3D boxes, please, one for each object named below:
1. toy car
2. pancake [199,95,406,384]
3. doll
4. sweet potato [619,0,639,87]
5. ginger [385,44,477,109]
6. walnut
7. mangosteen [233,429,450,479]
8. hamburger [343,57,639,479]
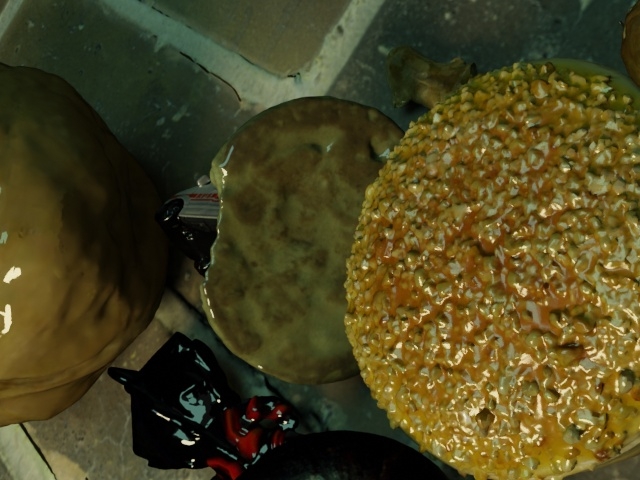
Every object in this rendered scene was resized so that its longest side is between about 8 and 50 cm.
[{"bbox_3d":[-0.063,-0.024,0.871,0.209,0.089,0.108,4,51,45],"label":"toy car"},{"bbox_3d":[0.000,0.000,0.757,0.042,0.222,0.236,1,104,65],"label":"pancake"},{"bbox_3d":[-0.101,0.174,0.839,0.248,0.088,0.127,19,65,32],"label":"doll"},{"bbox_3d":[0.268,-0.069,0.531,0.233,0.081,0.062,45,139,17],"label":"sweet potato"},{"bbox_3d":[0.103,-0.142,0.826,0.137,0.044,0.057,32,123,47],"label":"ginger"},{"bbox_3d":[-0.338,0.005,0.927,0.383,0.383,0.384,-15,64,33],"label":"walnut"},{"bbox_3d":[0.012,0.252,0.648,0.216,0.216,0.216,-15,64,33],"label":"mangosteen"},{"bbox_3d":[0.147,0.021,0.638,0.302,0.170,0.302,-15,64,33],"label":"hamburger"}]
